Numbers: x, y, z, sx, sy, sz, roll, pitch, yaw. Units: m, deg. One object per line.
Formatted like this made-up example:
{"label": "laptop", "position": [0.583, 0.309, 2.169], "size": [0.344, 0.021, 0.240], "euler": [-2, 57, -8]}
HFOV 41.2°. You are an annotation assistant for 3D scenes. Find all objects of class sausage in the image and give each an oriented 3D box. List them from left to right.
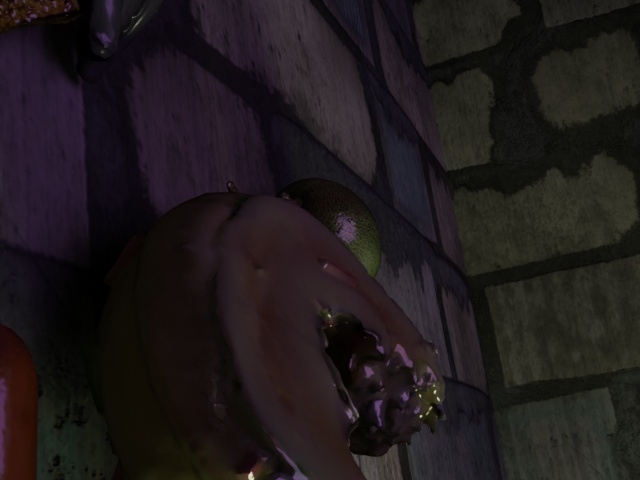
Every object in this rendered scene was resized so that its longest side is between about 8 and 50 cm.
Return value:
{"label": "sausage", "position": [-0.188, 0.131, 0.448], "size": [0.077, 0.077, 0.194], "euler": [42, 40, -60]}

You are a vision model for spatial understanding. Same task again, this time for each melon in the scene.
{"label": "melon", "position": [0.000, 0.000, 1.008], "size": [0.192, 0.139, 0.139], "euler": [54, 28, -49]}

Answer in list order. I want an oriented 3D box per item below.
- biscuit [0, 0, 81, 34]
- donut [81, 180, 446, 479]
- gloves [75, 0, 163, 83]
{"label": "biscuit", "position": [-0.230, -0.160, 0.562], "size": [0.199, 0.035, 0.064], "euler": [-49, 122, -60]}
{"label": "donut", "position": [-0.040, 0.107, 0.681], "size": [0.307, 0.150, 0.371], "euler": [53, 21, -3]}
{"label": "gloves", "position": [-0.183, -0.266, 0.738], "size": [0.142, 0.119, 0.285], "euler": [17, 59, -33]}
